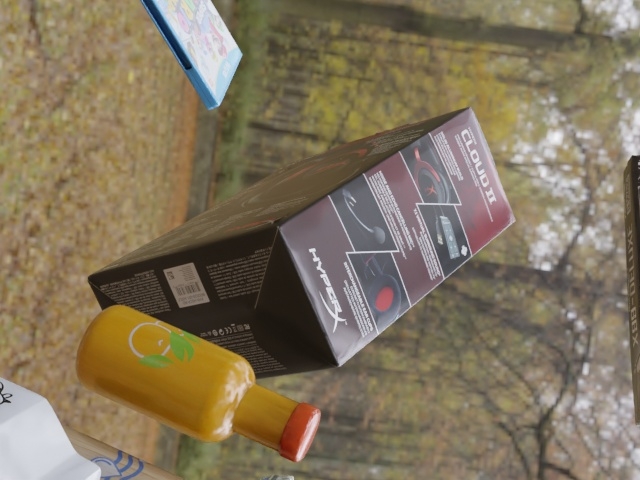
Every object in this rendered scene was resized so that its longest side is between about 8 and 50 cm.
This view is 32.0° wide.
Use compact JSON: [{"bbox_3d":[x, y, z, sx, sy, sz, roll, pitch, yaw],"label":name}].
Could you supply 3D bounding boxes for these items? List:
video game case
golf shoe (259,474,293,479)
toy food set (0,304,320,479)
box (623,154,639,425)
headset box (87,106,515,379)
[{"bbox_3d":[-0.130,-0.218,1.046,0.166,0.015,0.119,59,22,-26],"label":"video game case"},{"bbox_3d":[-0.069,0.183,0.601,0.176,0.086,0.069,-31,116,-75],"label":"golf shoe"},{"bbox_3d":[-0.090,0.109,0.392,0.232,0.104,0.111,-30,138,-69],"label":"toy food set"},{"bbox_3d":[0.432,0.043,0.985,0.076,0.307,0.242,51,38,-75],"label":"box"},{"bbox_3d":[0.000,0.000,0.895,0.293,0.218,0.110,-34,105,-47],"label":"headset box"}]
